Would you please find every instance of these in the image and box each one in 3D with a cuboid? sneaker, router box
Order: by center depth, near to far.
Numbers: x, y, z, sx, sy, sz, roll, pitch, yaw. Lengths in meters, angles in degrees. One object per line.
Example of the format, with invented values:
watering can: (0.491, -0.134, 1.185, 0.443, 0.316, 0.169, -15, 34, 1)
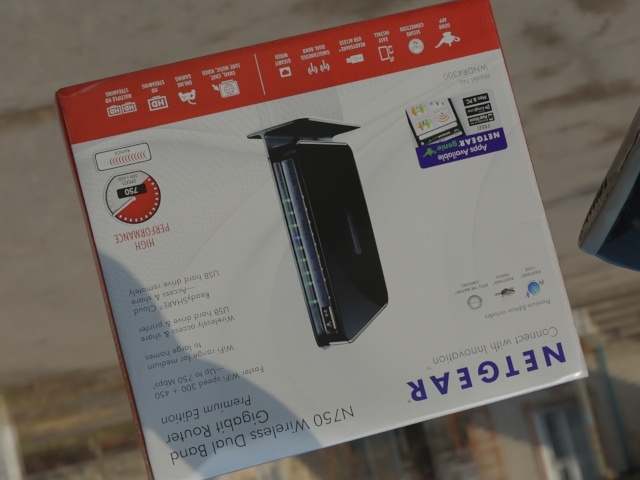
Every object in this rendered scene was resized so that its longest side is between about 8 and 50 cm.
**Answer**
router box: (0.000, 0.000, 1.248, 0.335, 0.301, 0.082, -14, 175, -11)
sneaker: (0.304, -0.063, 1.329, 0.083, 0.118, 0.222, -68, -179, -55)
